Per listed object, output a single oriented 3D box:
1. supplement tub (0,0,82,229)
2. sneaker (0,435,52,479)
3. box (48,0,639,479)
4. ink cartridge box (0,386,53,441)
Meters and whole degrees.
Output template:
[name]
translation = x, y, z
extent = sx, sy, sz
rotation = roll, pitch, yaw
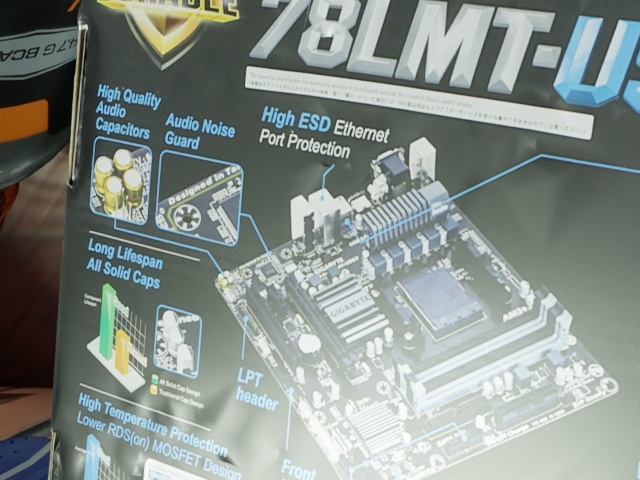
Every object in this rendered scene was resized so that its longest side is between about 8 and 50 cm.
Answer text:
[supplement tub]
translation = -0.158, -0.159, 0.626
extent = 0.207, 0.207, 0.338
rotation = 40, 125, 27
[sneaker]
translation = -0.239, 0.104, 0.715
extent = 0.315, 0.127, 0.182
rotation = -25, 86, 45
[box]
translation = 0.044, 0.044, 0.470
extent = 0.296, 0.073, 0.293
rotation = 12, 101, 39
[ink cartridge box]
translation = -0.168, 0.154, 0.814
extent = 0.218, 0.092, 0.158
rotation = -3, 101, 45
